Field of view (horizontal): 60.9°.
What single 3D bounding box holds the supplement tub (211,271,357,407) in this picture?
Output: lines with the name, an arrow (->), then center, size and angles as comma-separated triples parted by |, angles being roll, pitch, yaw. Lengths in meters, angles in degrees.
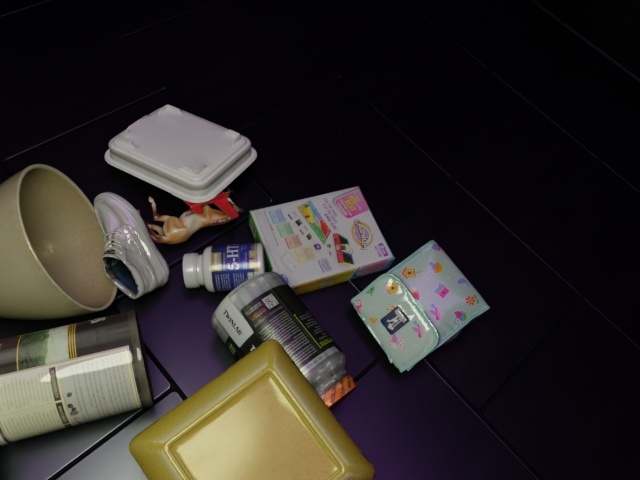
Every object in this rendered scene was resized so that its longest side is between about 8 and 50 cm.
supplement tub -> -0.077, 0.240, 1.185 | 0.194, 0.193, 0.316 | -32, 70, -26

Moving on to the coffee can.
coffee can -> -0.488, 0.265, 1.076 | 0.276, 0.201, 0.201 | -11, 63, -18

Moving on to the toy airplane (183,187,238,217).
toy airplane -> -0.280, -0.100, 1.369 | 0.151, 0.028, 0.151 | 7, 46, -8

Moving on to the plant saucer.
plant saucer -> -0.114, 0.387, 0.963 | 0.333, 0.081, 0.332 | -34, 77, -21

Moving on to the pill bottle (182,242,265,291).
pill bottle -> -0.227, 0.066, 1.299 | 0.187, 0.112, 0.111 | -4, 61, -4

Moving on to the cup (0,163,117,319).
cup -> -0.624, 0.036, 1.146 | 0.237, 0.331, 0.330 | -22, 65, 3

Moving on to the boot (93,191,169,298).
boot -> -0.454, 0.009, 1.237 | 0.258, 0.095, 0.123 | 54, 23, -4

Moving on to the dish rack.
dish rack -> -0.365, -0.249, 1.433 | 0.333, 0.072, 0.285 | 24, 47, 15

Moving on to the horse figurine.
horse figurine -> -0.352, -0.061, 1.378 | 0.263, 0.066, 0.174 | -34, 70, -33

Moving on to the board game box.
board game box -> 0.000, 0.000, 1.419 | 0.317, 0.064, 0.242 | -14, 64, -19

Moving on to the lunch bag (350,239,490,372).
lunch bag -> 0.232, 0.163, 1.322 | 0.262, 0.160, 0.223 | -32, 74, -14
